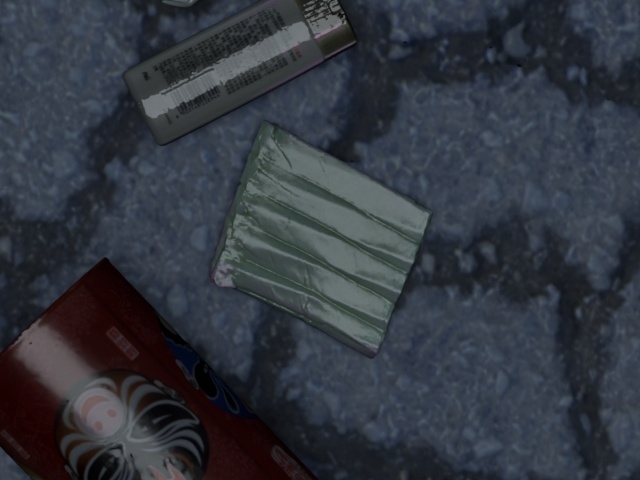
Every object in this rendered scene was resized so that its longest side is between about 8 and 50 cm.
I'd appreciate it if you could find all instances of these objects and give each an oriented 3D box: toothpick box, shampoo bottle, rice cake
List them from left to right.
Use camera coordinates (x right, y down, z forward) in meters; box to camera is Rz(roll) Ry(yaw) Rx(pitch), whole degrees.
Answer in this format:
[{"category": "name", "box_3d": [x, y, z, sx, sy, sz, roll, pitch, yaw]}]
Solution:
[{"category": "toothpick box", "box_3d": [-0.165, 0.203, 1.679, 0.204, 0.204, 0.333, -43, 94, 0]}, {"category": "shampoo bottle", "box_3d": [-0.080, -0.182, 1.740, 0.227, 0.056, 0.086, -28, 91, -1]}, {"category": "rice cake", "box_3d": [0.000, 0.000, 1.760, 0.198, 0.037, 0.189, 21, 91, -3]}]

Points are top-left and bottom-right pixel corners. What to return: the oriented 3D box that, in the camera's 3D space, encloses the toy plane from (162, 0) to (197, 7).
[{"category": "toy plane", "box_3d": [-0.077, -0.344, 1.714, 0.255, 0.101, 0.251, 10, 91, -7]}]
